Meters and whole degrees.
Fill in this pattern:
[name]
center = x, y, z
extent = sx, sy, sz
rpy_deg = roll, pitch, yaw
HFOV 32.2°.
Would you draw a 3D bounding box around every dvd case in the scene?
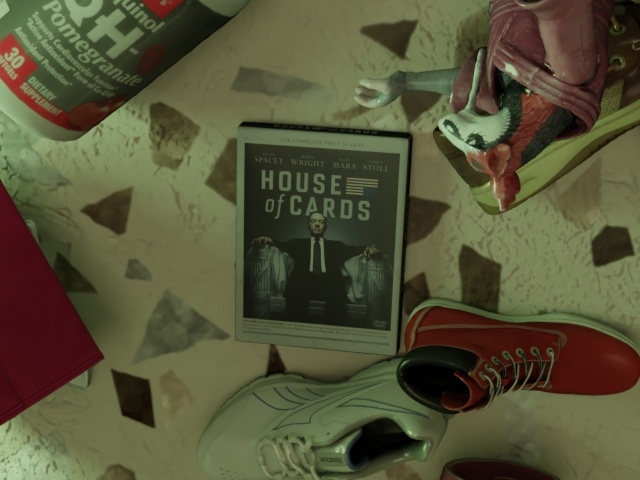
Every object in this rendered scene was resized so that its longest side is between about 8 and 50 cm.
[dvd case]
center = 0.000, 0.000, 1.159
extent = 0.179, 0.029, 0.239
rpy_deg = 5, 109, 9

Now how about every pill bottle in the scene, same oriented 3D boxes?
[pill bottle]
center = -0.173, -0.247, 1.030
extent = 0.318, 0.176, 0.176
rpy_deg = -35, 99, 19

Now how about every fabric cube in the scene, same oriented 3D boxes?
[fabric cube]
center = -0.431, 0.096, 1.110
extent = 0.254, 0.259, 0.258
rpy_deg = -26, 95, 33

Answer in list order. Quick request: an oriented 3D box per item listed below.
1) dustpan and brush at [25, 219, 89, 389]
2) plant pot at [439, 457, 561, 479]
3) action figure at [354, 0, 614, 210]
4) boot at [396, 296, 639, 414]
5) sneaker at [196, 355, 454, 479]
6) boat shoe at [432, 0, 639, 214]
[dustpan and brush]
center = -0.321, 0.069, 1.224
extent = 0.147, 0.060, 0.211
rpy_deg = 14, 110, 6
[plant pot]
center = 0.181, 0.332, 1.160
extent = 0.201, 0.201, 0.180
rpy_deg = 7, 94, 8
[action figure]
center = 0.196, -0.196, 0.925
extent = 0.275, 0.248, 0.370
rpy_deg = 13, 77, -11
[boot]
center = 0.199, 0.132, 1.087
extent = 0.244, 0.176, 0.088
rpy_deg = 9, 108, 6
[sneaker]
center = -0.003, 0.203, 1.174
extent = 0.297, 0.129, 0.111
rpy_deg = -18, 106, 17
[boat shoe]
center = 0.252, -0.165, 1.012
extent = 0.342, 0.123, 0.123
rpy_deg = -37, 100, 26
